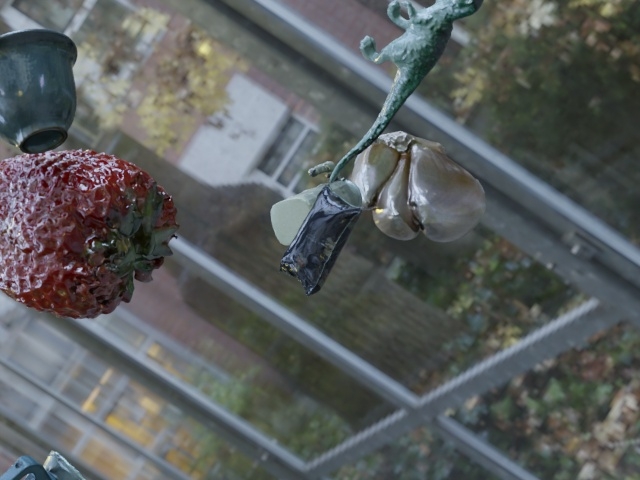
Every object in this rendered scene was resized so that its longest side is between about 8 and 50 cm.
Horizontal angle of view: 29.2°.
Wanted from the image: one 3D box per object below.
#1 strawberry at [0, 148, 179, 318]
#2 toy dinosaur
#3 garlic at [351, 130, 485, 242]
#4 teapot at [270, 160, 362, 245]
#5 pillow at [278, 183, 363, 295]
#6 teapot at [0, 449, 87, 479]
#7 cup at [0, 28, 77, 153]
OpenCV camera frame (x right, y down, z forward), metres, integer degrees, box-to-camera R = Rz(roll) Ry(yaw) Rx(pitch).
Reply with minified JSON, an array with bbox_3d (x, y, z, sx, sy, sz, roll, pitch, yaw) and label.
[{"bbox_3d":[-0.446,-0.032,2.125,0.312,0.351,0.267,-49,-24,-28],"label":"strawberry"},{"bbox_3d":[0.099,-0.256,1.727,0.076,0.129,0.383,-5,-37,-38],"label":"toy dinosaur"},{"bbox_3d":[0.196,-0.093,2.476,0.325,0.279,0.132,-84,6,-52],"label":"garlic"},{"bbox_3d":[-0.006,-0.064,1.965,0.077,0.107,0.200,-16,5,27],"label":"teapot"},{"bbox_3d":[0.000,0.000,1.762,0.048,0.090,0.150,19,-78,-59],"label":"pillow"},{"bbox_3d":[-0.397,0.390,1.618,0.225,0.171,0.203,-44,-40,-22],"label":"teapot"},{"bbox_3d":[-0.464,-0.220,1.961,0.199,0.150,0.199,-20,-18,-7],"label":"cup"}]
